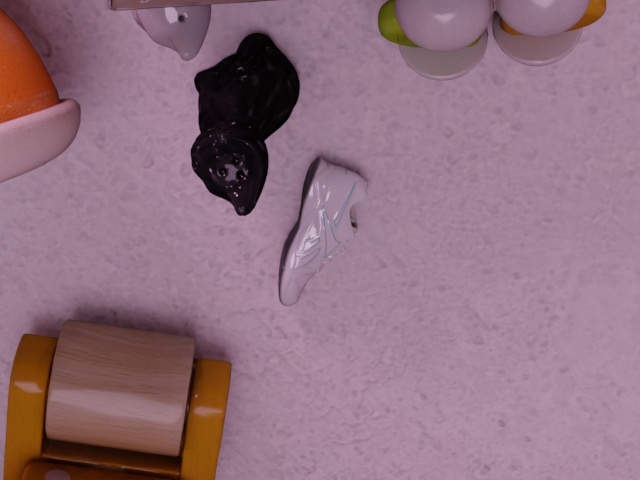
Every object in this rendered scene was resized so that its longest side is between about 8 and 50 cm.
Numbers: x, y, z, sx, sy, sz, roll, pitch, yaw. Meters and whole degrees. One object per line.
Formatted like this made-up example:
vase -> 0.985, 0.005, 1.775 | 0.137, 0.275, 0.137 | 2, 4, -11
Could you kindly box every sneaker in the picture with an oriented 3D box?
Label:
sneaker -> 0.000, 0.000, 1.223 | 0.061, 0.053, 0.152 | 15, 117, -11

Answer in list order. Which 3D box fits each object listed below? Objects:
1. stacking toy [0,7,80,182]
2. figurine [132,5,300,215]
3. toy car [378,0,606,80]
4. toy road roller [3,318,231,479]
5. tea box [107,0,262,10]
stacking toy -> -0.407, -0.243, 0.994 | 0.351, 0.350, 0.479 | -13, 101, 8
figurine -> -0.087, -0.150, 1.052 | 0.092, 0.209, 0.214 | -16, 117, 9
toy car -> 0.133, -0.212, 1.069 | 0.182, 0.159, 0.136 | -8, 84, 5
toy road roller -> -0.207, 0.263, 1.262 | 0.203, 0.240, 0.329 | 8, 119, -5
tea box -> 0.018, -0.325, 0.832 | 0.329, 0.219, 0.323 | -6, 157, -14
